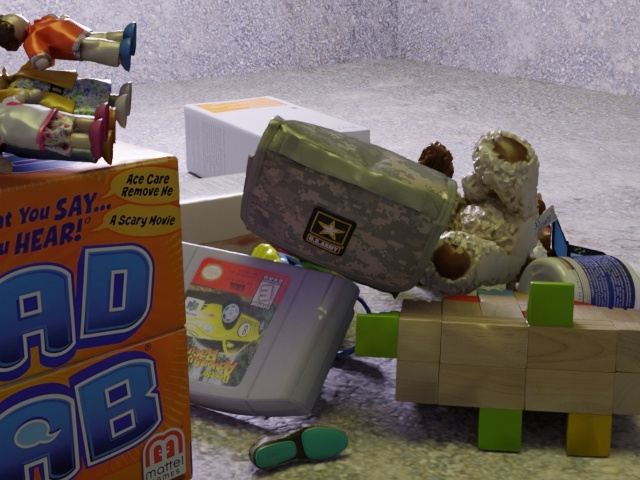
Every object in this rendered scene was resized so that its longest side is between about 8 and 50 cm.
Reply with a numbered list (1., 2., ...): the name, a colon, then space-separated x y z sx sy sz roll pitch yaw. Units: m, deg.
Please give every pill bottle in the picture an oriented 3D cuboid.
1. pill bottle: 0.383 0.076 1.474 0.186 0.112 0.112 -2 16 -28

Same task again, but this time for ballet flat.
1. ballet flat: -0.027 0.224 1.148 0.114 0.041 0.041 -7 19 -23

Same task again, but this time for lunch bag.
1. lunch bag: 0.030 -0.045 1.282 0.235 0.169 0.287 23 -7 2

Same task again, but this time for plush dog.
1. plush dog: 0.194 -0.020 1.523 0.225 0.262 0.210 16 -20 36

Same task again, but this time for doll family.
1. doll family: -0.268 -0.117 0.972 0.163 0.118 0.263 5 35 -3

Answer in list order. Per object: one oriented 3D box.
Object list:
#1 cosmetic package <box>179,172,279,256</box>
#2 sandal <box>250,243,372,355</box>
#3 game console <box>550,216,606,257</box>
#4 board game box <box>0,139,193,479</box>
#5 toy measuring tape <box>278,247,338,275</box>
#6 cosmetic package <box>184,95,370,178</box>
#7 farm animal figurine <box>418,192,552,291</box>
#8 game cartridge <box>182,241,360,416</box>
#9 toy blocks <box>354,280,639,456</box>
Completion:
1. cosmetic package: -0.167 -0.036 1.819 0.296 0.129 0.153 -9 20 -28
2. sandal: -0.030 0.093 1.472 0.138 0.126 0.317 26 1 -26
3. game console: 0.409 0.022 1.653 0.107 0.071 0.122 13 37 5
4. board game box: -0.383 0.086 1.061 0.356 0.356 0.356 -17 23 -41
5. toy measuring tape: 0.000 0.000 1.668 0.121 0.121 0.330 2 7 6
6. cosmetic package: -0.105 -0.194 2.269 0.230 0.162 0.453 -10 21 -29
7. farm animal figurine: 0.234 -0.037 1.742 0.330 0.172 0.327 7 19 20
8. game cartridge: -0.115 0.111 1.295 0.294 0.196 0.060 10 -23 31
9. toy blocks: 0.240 0.127 1.279 0.381 0.191 0.261 2 6 6
